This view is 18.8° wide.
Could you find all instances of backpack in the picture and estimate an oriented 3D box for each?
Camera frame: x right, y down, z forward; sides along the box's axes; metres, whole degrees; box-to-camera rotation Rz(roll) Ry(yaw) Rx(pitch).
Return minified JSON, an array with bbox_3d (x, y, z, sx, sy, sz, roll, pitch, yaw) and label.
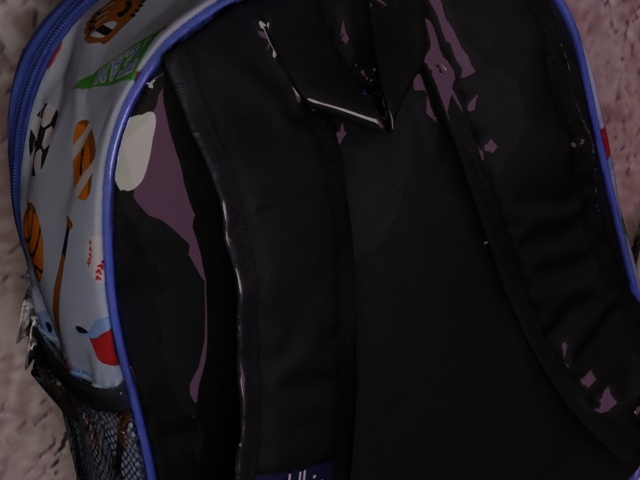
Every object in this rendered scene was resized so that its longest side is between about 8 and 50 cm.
[{"bbox_3d":[0.000,0.000,0.773,0.277,0.213,0.263,-22,122,-28],"label":"backpack"}]

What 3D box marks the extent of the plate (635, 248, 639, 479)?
[{"bbox_3d":[0.239,0.153,0.977,0.277,0.045,0.278,32,64,-31],"label":"plate"}]
